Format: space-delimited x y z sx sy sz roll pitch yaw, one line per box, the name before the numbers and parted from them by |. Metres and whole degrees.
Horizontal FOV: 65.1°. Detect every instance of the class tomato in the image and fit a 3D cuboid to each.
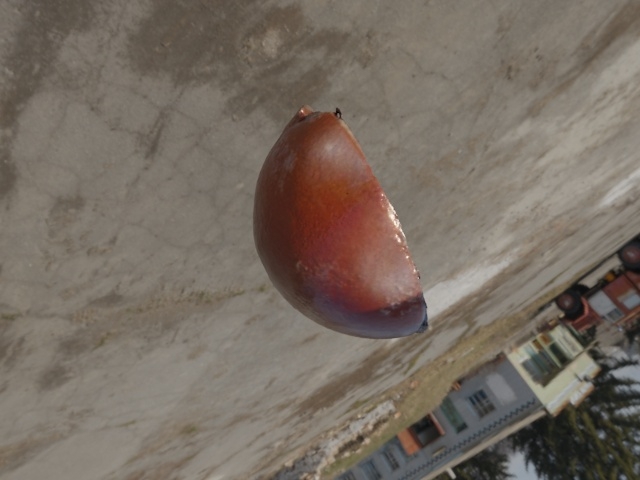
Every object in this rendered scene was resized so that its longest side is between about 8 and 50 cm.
tomato | 0.000 0.000 0.446 0.112 0.228 0.199 -27 173 -7
